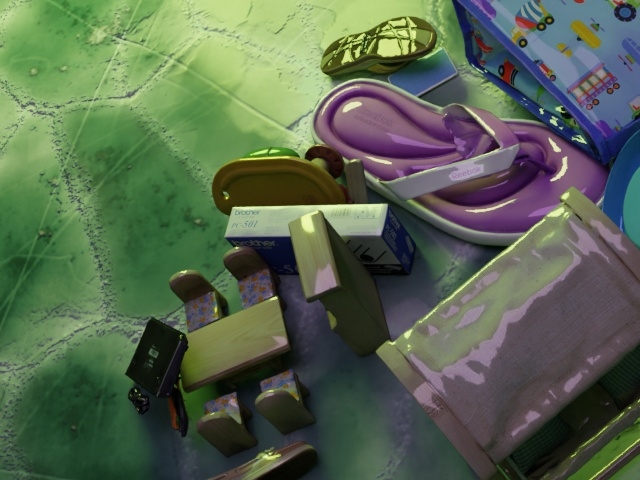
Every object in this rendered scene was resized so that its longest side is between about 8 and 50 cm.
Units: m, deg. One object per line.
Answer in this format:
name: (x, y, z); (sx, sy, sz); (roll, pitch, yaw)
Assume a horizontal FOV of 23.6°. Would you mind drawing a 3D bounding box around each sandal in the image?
sandal: (0.080, -0.241, 1.970); (0.180, 0.049, 0.072); (-11, 49, 38)
sandal: (0.146, -0.103, 1.809); (0.416, 0.102, 0.169); (18, 71, 33)

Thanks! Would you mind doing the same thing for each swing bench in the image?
swing bench: (0.233, 0.129, 1.523); (0.253, 0.255, 0.165); (-40, 51, 0)

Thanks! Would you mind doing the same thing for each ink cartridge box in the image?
ink cartridge box: (0.000, 0.000, 1.823); (0.207, 0.097, 0.046); (0, 61, 26)

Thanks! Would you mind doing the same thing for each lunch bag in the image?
lunch bag: (0.330, -0.233, 1.764); (0.221, 0.138, 0.293); (-36, 53, -9)

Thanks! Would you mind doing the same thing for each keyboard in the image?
keyboard: (-0.196, 0.152, 1.811); (0.108, 0.023, 0.180); (-67, 18, -4)

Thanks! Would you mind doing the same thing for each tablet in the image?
tablet: (0.130, -0.209, 1.946); (0.083, 0.006, 0.054); (-29, 52, 7)

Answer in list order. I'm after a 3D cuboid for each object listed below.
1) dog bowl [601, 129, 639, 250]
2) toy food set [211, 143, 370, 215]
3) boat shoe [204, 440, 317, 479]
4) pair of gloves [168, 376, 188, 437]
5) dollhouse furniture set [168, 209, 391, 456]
dog bowl: (0.395, -0.012, 1.568); (0.297, 0.074, 0.166); (-129, 52, -62)
toy food set: (-0.024, -0.067, 1.877); (0.218, 0.128, 0.071); (0, 38, 26)
boat shoe: (-0.076, 0.263, 1.727); (0.153, 0.056, 0.048); (-34, 56, 14)
pair of gloves: (-0.168, 0.190, 1.797); (0.010, 0.074, 0.083); (-9, 6, -16)
dollhouse furniture set: (-0.066, 0.091, 1.759); (0.242, 0.161, 0.212); (-24, 53, 12)
